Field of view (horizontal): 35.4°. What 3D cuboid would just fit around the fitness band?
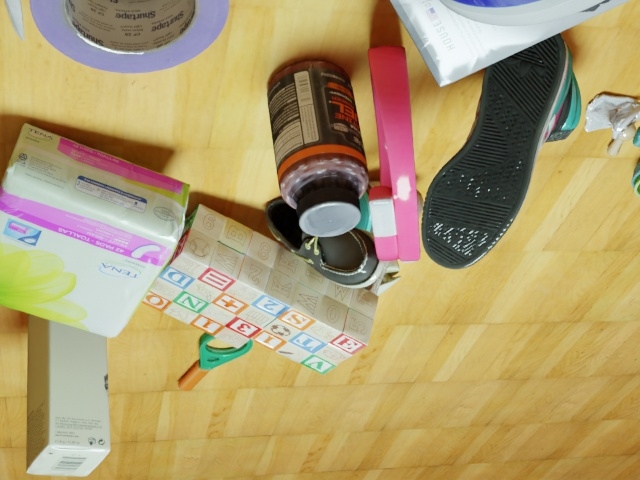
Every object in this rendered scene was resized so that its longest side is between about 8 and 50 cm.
[{"bbox_3d":[0.087,-0.097,1.171,0.054,0.209,0.291,-2,153,5],"label":"fitness band"}]

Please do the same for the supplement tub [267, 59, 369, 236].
[{"bbox_3d":[-0.001,-0.104,1.153,0.106,0.198,0.106,-7,149,-4],"label":"supplement tub"}]

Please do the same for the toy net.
[{"bbox_3d":[0.444,-0.137,1.356,0.122,0.045,0.232,-28,143,29],"label":"toy net"}]

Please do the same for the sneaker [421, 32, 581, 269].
[{"bbox_3d":[0.218,-0.112,1.185,0.178,0.123,0.296,-16,131,-66],"label":"sneaker"}]

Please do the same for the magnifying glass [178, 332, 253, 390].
[{"bbox_3d":[-0.195,0.210,1.780,0.092,0.026,0.231,11,142,-29],"label":"magnifying glass"}]

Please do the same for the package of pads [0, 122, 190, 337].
[{"bbox_3d":[-0.316,0.000,1.301,0.229,0.101,0.296,21,141,-18],"label":"package of pads"}]

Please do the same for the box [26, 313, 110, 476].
[{"bbox_3d":[-0.373,0.198,1.473,0.094,0.275,0.113,11,144,-30],"label":"box"}]

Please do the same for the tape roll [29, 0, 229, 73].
[{"bbox_3d":[-0.186,-0.255,0.979,0.189,0.080,0.189,-6,148,-3],"label":"tape roll"}]

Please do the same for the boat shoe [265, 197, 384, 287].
[{"bbox_3d":[0.000,0.000,1.333,0.068,0.227,0.081,28,90,-35],"label":"boat shoe"}]

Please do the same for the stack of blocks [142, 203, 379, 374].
[{"bbox_3d":[-0.089,0.082,1.431,0.297,0.087,0.171,28,144,-17],"label":"stack of blocks"}]

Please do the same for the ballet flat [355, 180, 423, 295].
[{"bbox_3d":[0.078,0.026,1.478,0.106,0.108,0.316,-9,151,-21],"label":"ballet flat"}]

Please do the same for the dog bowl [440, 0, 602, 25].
[{"bbox_3d":[0.173,-0.311,0.801,0.265,0.265,0.104,-25,142,24],"label":"dog bowl"}]

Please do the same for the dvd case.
[{"bbox_3d":[0.188,-0.278,1.016,0.238,0.030,0.179,-22,121,22],"label":"dvd case"}]

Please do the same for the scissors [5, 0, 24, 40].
[{"bbox_3d":[-0.297,-0.296,0.939,0.109,0.021,0.297,-13,147,4],"label":"scissors"}]
